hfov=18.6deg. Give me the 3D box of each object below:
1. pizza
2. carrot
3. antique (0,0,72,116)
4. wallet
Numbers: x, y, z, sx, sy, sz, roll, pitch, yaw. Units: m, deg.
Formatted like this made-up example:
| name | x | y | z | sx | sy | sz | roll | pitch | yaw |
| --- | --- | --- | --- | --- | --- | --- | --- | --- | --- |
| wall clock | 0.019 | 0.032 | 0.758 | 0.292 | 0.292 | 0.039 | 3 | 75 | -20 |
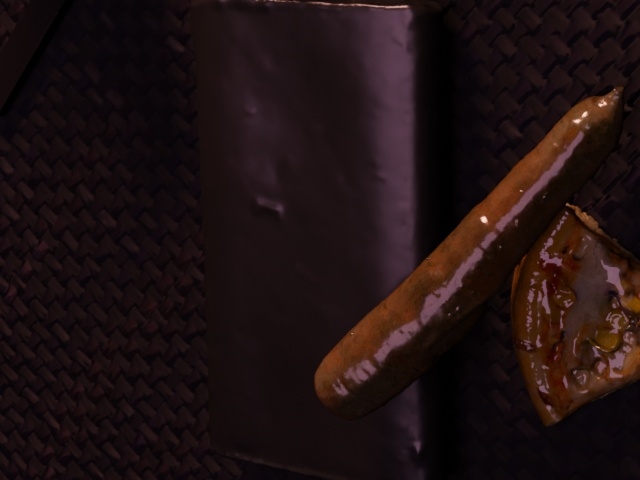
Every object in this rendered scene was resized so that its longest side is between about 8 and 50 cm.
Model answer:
| name | x | y | z | sx | sy | sz | roll | pitch | yaw |
| --- | --- | --- | --- | --- | --- | --- | --- | --- | --- |
| pizza | 0.223 | 0.073 | 1.495 | 0.176 | 0.036 | 0.184 | 19 | 113 | 25 |
| carrot | 0.120 | 0.014 | 1.478 | 0.070 | 0.070 | 0.342 | 47 | 110 | 11 |
| antique | -0.251 | -0.186 | 1.717 | 0.031 | 0.015 | 0.192 | 43 | 121 | 11 |
| wallet | 0.000 | 0.000 | 1.594 | 0.228 | 0.062 | 0.406 | 7 | 108 | 29 |
